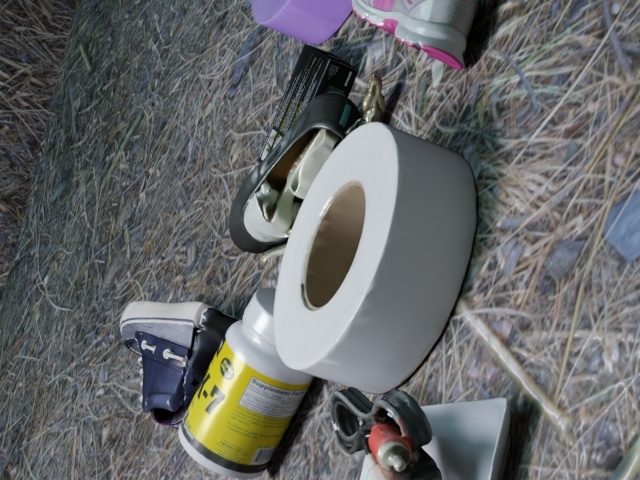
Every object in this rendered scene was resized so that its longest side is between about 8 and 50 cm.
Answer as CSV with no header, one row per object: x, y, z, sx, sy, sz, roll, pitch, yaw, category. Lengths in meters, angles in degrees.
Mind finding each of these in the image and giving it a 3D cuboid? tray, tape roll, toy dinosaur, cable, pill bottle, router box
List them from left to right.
-0.077,0.169,1.949,0.208,0.119,0.119,-63,22,19,pill bottle
-0.020,-0.168,2.211,0.179,0.046,0.133,-67,20,9,router box
0.000,-0.421,2.327,0.275,0.090,0.275,-53,26,40,tape roll
0.023,-0.072,1.963,0.268,0.064,0.118,-56,18,0,toy dinosaur
0.044,0.187,1.562,0.287,0.072,0.139,-147,39,-64,cable
0.054,0.020,1.776,0.286,0.100,0.286,-51,28,42,tape roll
0.106,0.228,1.556,0.270,0.030,0.145,-19,55,65,tray

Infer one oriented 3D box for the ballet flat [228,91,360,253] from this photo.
-0.043,-0.070,2.100,0.280,0.095,0.096,-58,17,32,ballet flat

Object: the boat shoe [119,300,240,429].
-0.218,0.177,2.280,0.340,0.127,0.158,-14,52,65,boat shoe

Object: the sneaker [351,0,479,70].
0.122,-0.280,1.894,0.111,0.103,0.252,-63,28,9,sneaker
